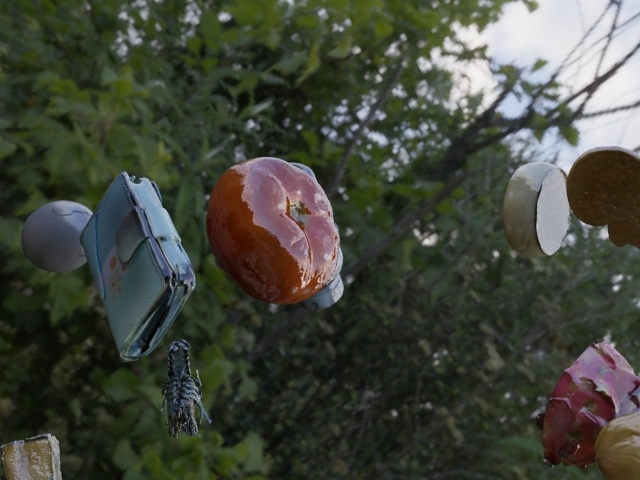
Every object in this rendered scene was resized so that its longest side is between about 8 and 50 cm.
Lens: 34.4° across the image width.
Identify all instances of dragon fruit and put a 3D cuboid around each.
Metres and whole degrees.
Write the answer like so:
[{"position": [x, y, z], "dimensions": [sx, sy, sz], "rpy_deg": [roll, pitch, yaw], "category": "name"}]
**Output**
[{"position": [0.497, 0.337, 1.921], "dimensions": [0.126, 0.161, 0.274], "rpy_deg": [33, -62, 45], "category": "dragon fruit"}]

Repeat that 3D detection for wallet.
[{"position": [-0.278, 0.033, 1.533], "dimensions": [0.075, 0.176, 0.250], "rpy_deg": [14, 35, -39], "category": "wallet"}]

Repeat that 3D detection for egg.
[{"position": [-0.530, -0.009, 2.117], "dimensions": [0.199, 0.146, 0.146], "rpy_deg": [-24, -78, 44], "category": "egg"}]

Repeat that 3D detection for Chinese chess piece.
[{"position": [0.586, -0.083, 2.787], "dimensions": [0.104, 0.257, 0.257], "rpy_deg": [8, -44, 35], "category": "Chinese chess piece"}]

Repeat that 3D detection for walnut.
[{"position": [0.556, 0.357, 1.714], "dimensions": [0.159, 0.207, 0.159], "rpy_deg": [180, -90, -85], "category": "walnut"}]

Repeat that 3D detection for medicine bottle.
[{"position": [-0.040, 0.000, 2.027], "dimensions": [0.141, 0.141, 0.293], "rpy_deg": [38, -26, 49], "category": "medicine bottle"}]

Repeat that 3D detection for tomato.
[{"position": [-0.086, -0.011, 1.768], "dimensions": [0.180, 0.260, 0.259], "rpy_deg": [-34, -90, 33], "category": "tomato"}]

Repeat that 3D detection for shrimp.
[{"position": [-0.221, 0.240, 1.694], "dimensions": [0.076, 0.082, 0.174], "rpy_deg": [-104, -166, -76], "category": "shrimp"}]

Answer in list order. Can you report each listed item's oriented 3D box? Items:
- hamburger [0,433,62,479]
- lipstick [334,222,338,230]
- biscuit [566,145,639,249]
[{"position": [-0.666, 0.567, 2.394], "dimensions": [0.135, 0.155, 0.207], "rpy_deg": [98, -26, -68], "category": "hamburger"}, {"position": [0.000, 0.000, 2.226], "dimensions": [0.040, 0.040, 0.141], "rpy_deg": [54, -25, 7], "category": "lipstick"}, {"position": [0.693, -0.093, 2.363], "dimensions": [0.289, 0.202, 0.044], "rpy_deg": [38, 26, -7], "category": "biscuit"}]
